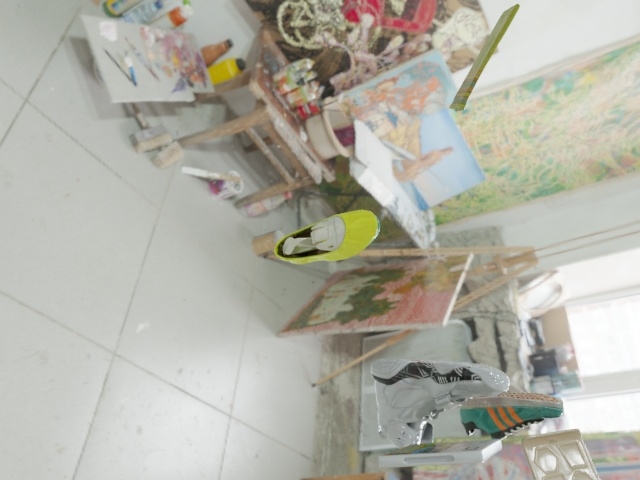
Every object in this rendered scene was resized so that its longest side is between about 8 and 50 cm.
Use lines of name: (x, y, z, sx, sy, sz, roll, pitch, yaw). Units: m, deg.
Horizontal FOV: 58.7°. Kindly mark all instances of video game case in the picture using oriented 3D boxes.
video game case: (0.256, 0.444, 1.187, 0.227, 0.206, 0.026, 25, 56, -61)

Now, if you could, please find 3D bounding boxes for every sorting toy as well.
sorting toy: (0.653, 0.626, 1.535, 0.192, 0.038, 0.208, -3, 62, -16)

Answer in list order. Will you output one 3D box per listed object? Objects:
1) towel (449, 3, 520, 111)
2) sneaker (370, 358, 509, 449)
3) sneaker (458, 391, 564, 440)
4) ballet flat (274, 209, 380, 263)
towel: (0.356, -0.390, 1.235, 0.021, 0.237, 0.102, 27, 12, -6)
sneaker: (0.279, 0.397, 1.370, 0.137, 0.365, 0.211, 13, 75, -47)
sneaker: (0.530, 0.491, 1.584, 0.108, 0.302, 0.121, 2, 78, -48)
ballet flat: (0.000, 0.000, 0.993, 0.077, 0.231, 0.077, 5, 75, -39)
